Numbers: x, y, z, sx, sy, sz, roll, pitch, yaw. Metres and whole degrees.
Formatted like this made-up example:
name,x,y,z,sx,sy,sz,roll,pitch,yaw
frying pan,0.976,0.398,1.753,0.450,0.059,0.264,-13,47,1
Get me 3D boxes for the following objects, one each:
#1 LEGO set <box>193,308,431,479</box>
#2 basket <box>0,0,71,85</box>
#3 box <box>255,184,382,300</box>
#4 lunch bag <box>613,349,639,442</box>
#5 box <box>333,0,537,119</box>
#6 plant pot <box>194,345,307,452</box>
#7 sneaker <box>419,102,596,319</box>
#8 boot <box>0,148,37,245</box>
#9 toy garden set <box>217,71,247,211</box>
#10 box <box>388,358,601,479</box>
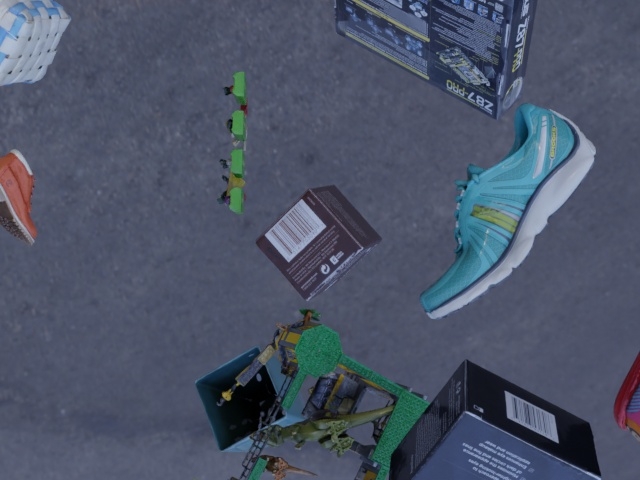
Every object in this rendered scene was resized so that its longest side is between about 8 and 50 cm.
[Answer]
name,x,y,z,sx,sy,sz,roll,pitch,yaw
LEGO set,-0.029,0.258,1.248,0.254,0.331,0.192,22,172,-23
basket,-0.548,-0.354,1.476,0.201,0.289,0.255,-52,180,17
box,0.000,0.000,2.074,0.168,0.167,0.203,-44,173,15
lunch bag,0.487,0.122,1.104,0.293,0.120,0.258,-10,130,-30
box,0.195,-0.430,1.782,0.097,0.395,0.318,-44,152,-26
plant pot,-0.122,0.354,2.125,0.165,0.166,0.234,-31,155,12
sneaker,0.192,-0.032,1.120,0.275,0.110,0.107,-54,-174,-6
boot,-0.461,-0.064,1.516,0.085,0.059,0.158,-50,143,-33
toy garden set,-0.163,-0.171,1.819,0.049,0.244,0.204,2,179,-2
box,0.172,0.232,1.013,0.156,0.093,0.158,28,118,-8
